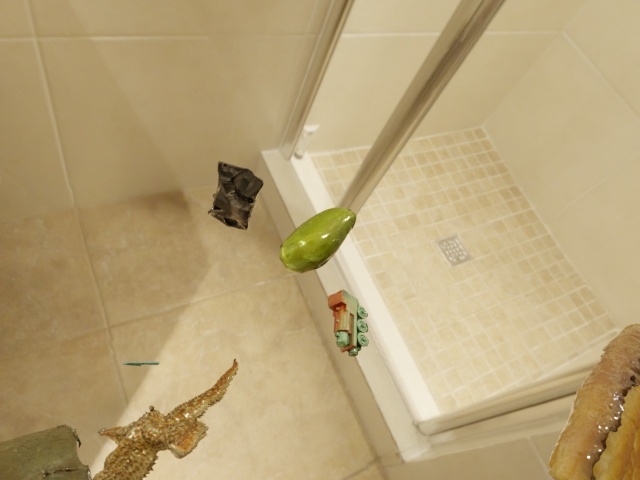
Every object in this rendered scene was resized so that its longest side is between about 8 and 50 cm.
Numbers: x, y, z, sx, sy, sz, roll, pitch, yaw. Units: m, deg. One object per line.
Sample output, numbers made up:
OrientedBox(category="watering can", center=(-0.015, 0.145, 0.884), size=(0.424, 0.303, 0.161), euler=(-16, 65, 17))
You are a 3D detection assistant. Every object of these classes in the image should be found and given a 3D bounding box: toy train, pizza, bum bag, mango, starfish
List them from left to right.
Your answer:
OrientedBox(category="starfish", center=(-0.292, 0.326, 0.770), size=(0.294, 0.301, 0.084), euler=(-35, 100, 9))
OrientedBox(category="bum bag", center=(-0.222, -0.106, 1.184), size=(0.123, 0.248, 0.059), euler=(26, 61, -2))
OrientedBox(category="mango", center=(0.000, 0.000, 0.822), size=(0.165, 0.091, 0.074), euler=(-34, 119, -23))
OrientedBox(category="toy train", center=(0.077, 0.239, 1.328), size=(0.118, 0.074, 0.175), euler=(34, 41, -27))
OrientedBox(category="pizza", center=(0.493, 0.287, 0.744), size=(0.435, 0.080, 0.391), euler=(51, 61, -37))

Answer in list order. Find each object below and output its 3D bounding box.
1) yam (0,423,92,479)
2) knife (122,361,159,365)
OrientedBox(category="yam", center=(-0.387, 0.291, 0.426), size=(0.305, 0.168, 0.167), euler=(-3, 60, -44))
OrientedBox(category="knife", center=(-0.385, 0.265, 0.997), size=(0.091, 0.014, 0.005), euler=(24, 30, -56))
